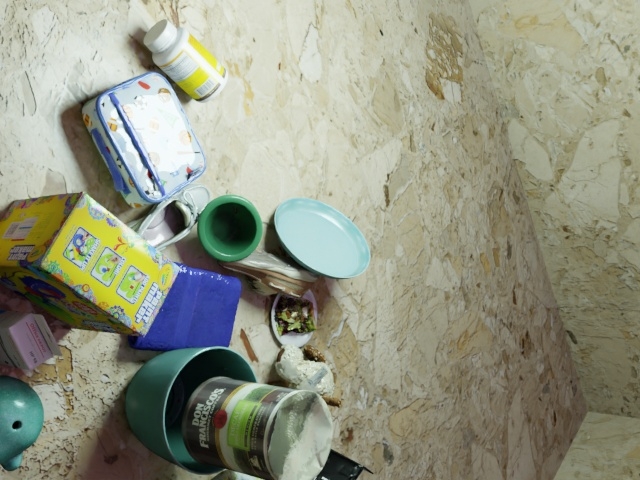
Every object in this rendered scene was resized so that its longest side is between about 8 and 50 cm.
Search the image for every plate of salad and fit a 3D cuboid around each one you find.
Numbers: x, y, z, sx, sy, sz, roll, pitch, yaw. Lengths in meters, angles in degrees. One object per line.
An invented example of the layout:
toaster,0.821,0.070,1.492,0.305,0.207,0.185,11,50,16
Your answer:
plate of salad,-0.069,0.225,2.255,0.200,0.048,0.200,0,89,-48

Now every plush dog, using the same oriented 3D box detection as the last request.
plush dog,-0.022,0.432,2.217,0.225,0.211,0.262,-11,107,-77

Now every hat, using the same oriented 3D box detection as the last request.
hat,-0.259,-0.041,2.027,0.173,0.183,0.208,-34,115,-12

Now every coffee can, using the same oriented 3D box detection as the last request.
coffee can,-0.140,0.413,1.650,0.201,0.275,0.201,2,87,-48

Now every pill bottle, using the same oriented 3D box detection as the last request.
pill bottle,-0.344,-0.458,1.914,0.215,0.117,0.117,42,59,-39

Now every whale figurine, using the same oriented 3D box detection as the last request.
whale figurine,-0.674,0.402,1.507,0.272,0.141,0.216,-56,127,-32

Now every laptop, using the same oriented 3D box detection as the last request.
laptop,0.000,0.657,2.143,0.264,0.234,0.136,-42,146,-48

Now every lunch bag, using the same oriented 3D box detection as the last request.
lunch bag,-0.421,-0.234,1.812,0.243,0.115,0.303,-39,110,-43

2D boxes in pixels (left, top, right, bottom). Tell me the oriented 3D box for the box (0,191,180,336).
box,-0.511,0.054,1.587,0.279,0.290,0.177,44,58,-37

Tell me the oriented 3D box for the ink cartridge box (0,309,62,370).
ink cartridge box,-0.619,0.204,1.544,0.060,0.180,0.104,-37,115,-42

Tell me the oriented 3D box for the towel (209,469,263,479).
towel,-0.232,0.718,1.898,0.320,0.090,0.374,-43,135,12

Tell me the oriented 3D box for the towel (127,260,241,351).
towel,-0.350,0.177,1.933,0.308,0.076,0.227,18,83,-47

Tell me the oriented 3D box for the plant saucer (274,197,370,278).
plant saucer,0.000,0.000,2.223,0.318,0.043,0.317,21,37,-17

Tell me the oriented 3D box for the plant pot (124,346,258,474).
plant pot,-0.331,0.394,1.820,0.293,0.235,0.293,1,89,-48

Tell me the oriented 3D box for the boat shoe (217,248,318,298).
boat shoe,-0.150,0.100,2.116,0.324,0.123,0.116,17,106,-34

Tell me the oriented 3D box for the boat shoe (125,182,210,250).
boat shoe,-0.377,-0.047,1.877,0.320,0.103,0.118,-39,117,-42
